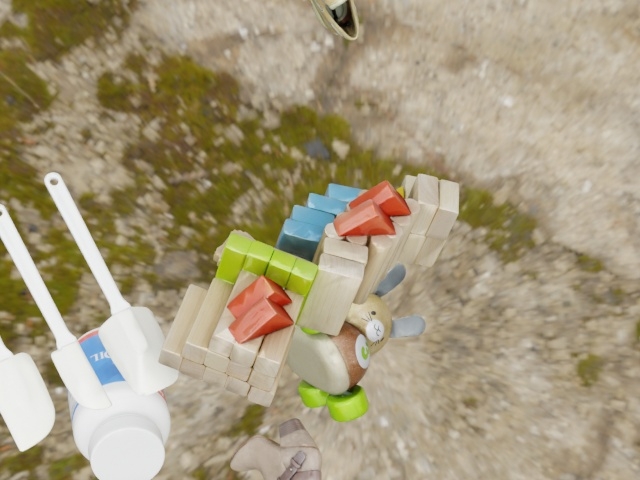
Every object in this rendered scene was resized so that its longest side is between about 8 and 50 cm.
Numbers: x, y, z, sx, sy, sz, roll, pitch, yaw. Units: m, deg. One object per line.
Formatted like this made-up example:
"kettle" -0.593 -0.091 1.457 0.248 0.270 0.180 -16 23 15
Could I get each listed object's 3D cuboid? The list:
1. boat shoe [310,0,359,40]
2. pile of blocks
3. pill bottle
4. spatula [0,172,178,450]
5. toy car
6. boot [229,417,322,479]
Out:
"boat shoe" 0.012 -0.329 1.770 0.068 0.190 0.072 -38 54 1
"pile of blocks" 0.000 0.000 1.260 0.149 0.113 0.362 39 47 16
"pill bottle" -0.258 0.214 1.756 0.124 0.221 0.124 -7 119 -13
"spatula" -0.253 0.057 1.280 0.168 0.019 0.242 -24 73 -19
"toy car" 0.052 0.115 1.767 0.188 0.149 0.155 -27 110 -24
"boot" -0.047 0.246 1.451 0.118 0.042 0.087 -39 49 30
